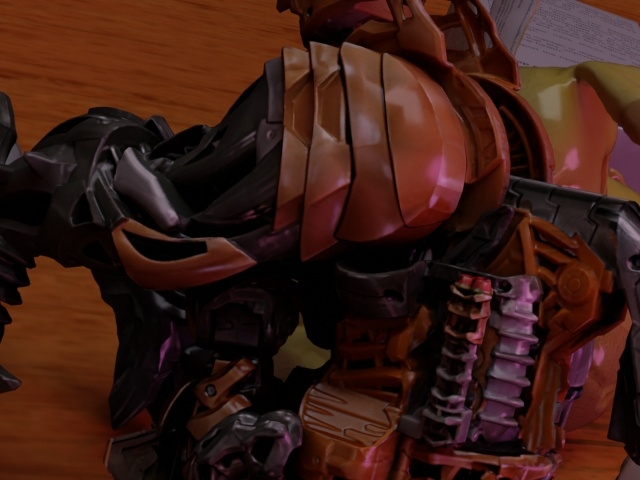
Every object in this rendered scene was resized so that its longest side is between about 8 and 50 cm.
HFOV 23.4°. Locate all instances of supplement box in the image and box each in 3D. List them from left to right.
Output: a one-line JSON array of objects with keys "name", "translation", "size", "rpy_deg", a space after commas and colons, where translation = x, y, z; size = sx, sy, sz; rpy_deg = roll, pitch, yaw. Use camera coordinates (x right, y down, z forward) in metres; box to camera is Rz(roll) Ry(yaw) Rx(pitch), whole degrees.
[{"name": "supplement box", "translation": [0.112, -0.053, 0.810], "size": [0.114, 0.111, 0.220], "rpy_deg": [17, 25, -7]}]

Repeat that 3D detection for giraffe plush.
[{"name": "giraffe plush", "translation": [0.074, 0.009, 0.620], "size": [0.181, 0.210, 0.170], "rpy_deg": [37, 0, 40]}]

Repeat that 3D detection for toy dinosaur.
[{"name": "toy dinosaur", "translation": [0.000, 0.000, 0.456], "size": [0.164, 0.218, 0.322], "rpy_deg": [37, 50, -46]}]

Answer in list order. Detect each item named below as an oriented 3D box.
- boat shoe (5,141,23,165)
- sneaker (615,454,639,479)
[{"name": "boat shoe", "translation": [-0.247, -0.009, 0.486], "size": [0.302, 0.109, 0.094], "rpy_deg": [4, 43, -12]}, {"name": "sneaker", "translation": [0.214, 0.150, 0.476], "size": [0.297, 0.111, 0.129], "rpy_deg": [32, 33, 27]}]
